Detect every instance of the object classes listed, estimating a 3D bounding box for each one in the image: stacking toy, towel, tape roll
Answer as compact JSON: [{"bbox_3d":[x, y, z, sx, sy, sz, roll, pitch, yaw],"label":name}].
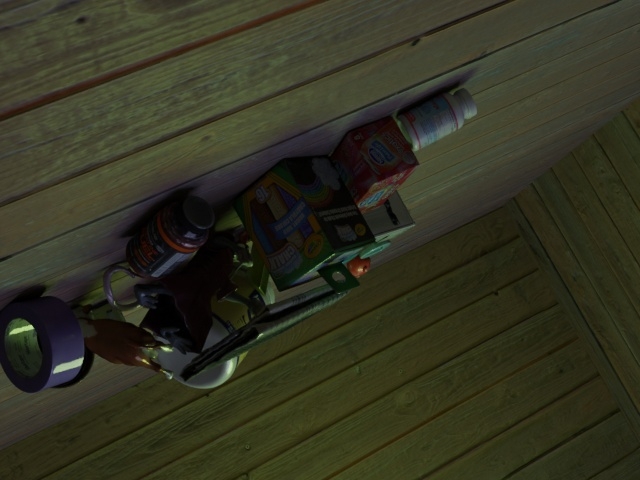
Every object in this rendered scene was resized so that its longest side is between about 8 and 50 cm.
[{"bbox_3d":[0.233,0.022,2.878,0.279,0.130,0.309,-23,170,-22],"label":"stacking toy"},{"bbox_3d":[-0.126,0.192,1.622,0.312,0.056,0.324,-34,172,40],"label":"towel"},{"bbox_3d":[-0.581,0.213,1.506,0.189,0.189,0.080,-34,169,31],"label":"tape roll"}]

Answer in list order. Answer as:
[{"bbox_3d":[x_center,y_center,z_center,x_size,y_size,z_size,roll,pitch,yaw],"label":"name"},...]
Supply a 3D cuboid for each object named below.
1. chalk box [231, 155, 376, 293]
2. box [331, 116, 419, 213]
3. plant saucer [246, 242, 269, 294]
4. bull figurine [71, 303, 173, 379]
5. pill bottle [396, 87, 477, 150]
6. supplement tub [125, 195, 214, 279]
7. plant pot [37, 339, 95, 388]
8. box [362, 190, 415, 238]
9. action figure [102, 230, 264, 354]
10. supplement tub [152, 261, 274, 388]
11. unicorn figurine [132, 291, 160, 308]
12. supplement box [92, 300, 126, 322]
[{"bbox_3d":[-0.019,-0.012,1.565,0.179,0.289,0.180,-34,168,34],"label":"chalk box"},{"bbox_3d":[0.099,-0.152,1.638,0.122,0.128,0.257,-23,170,-23],"label":"box"},{"bbox_3d":[-0.157,0.045,1.936,0.045,0.188,0.188,9,169,2],"label":"plant saucer"},{"bbox_3d":[-0.473,0.238,1.719,0.310,0.101,0.188,13,164,45],"label":"bull figurine"},{"bbox_3d":[0.254,-0.267,1.586,0.160,0.087,0.087,-28,170,-3],"label":"pill bottle"},{"bbox_3d":[-0.287,-0.009,1.409,0.198,0.106,0.106,-36,167,38],"label":"supplement tub"},{"bbox_3d":[-0.666,0.295,1.823,0.167,0.167,0.165,-21,176,-32],"label":"plant pot"},{"bbox_3d":[0.115,-0.070,1.986,0.290,0.169,0.087,-18,166,-47],"label":"box"},{"bbox_3d":[-0.285,0.097,1.722,0.370,0.275,0.248,-55,153,-49],"label":"action figure"},{"bbox_3d":[-0.282,0.222,2.005,0.241,0.241,0.331,-34,-170,31],"label":"supplement tub"},{"bbox_3d":[-0.429,0.151,1.971,0.111,0.060,0.162,-30,168,-10],"label":"unicorn figurine"},{"bbox_3d":[-0.546,0.204,1.856,0.083,0.083,0.056,-26,171,-9],"label":"supplement box"}]
